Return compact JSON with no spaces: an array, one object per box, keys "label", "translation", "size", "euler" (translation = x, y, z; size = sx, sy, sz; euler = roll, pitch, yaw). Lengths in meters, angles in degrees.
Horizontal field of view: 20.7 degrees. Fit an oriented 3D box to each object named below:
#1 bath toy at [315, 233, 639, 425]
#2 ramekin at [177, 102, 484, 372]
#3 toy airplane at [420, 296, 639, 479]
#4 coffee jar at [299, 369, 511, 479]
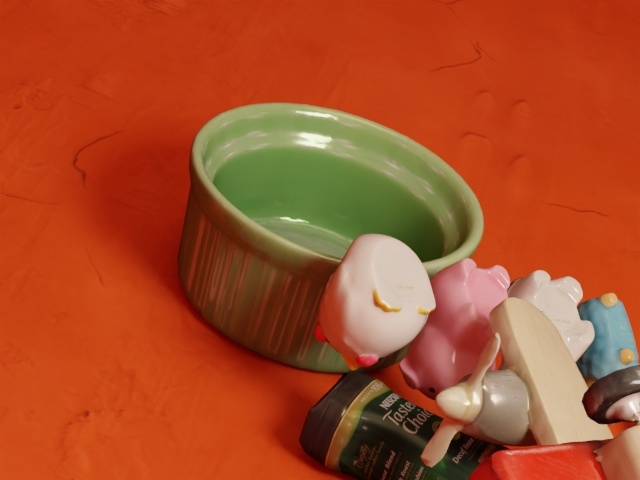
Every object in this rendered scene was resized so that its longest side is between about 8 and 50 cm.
[{"label":"bath toy","translation":[0.138,0.097,1.639],"size":[0.348,0.129,0.151],"euler":[16,54,-33]},{"label":"ramekin","translation":[0.000,0.000,1.779],"size":[0.303,0.148,0.303],"euler":[13,31,-8]},{"label":"toy airplane","translation":[0.230,0.263,1.419],"size":[0.384,0.272,0.386],"euler":[54,18,-13]},{"label":"coffee jar","translation":[0.077,0.191,1.581],"size":[0.184,0.079,0.096],"euler":[26,31,14]}]
